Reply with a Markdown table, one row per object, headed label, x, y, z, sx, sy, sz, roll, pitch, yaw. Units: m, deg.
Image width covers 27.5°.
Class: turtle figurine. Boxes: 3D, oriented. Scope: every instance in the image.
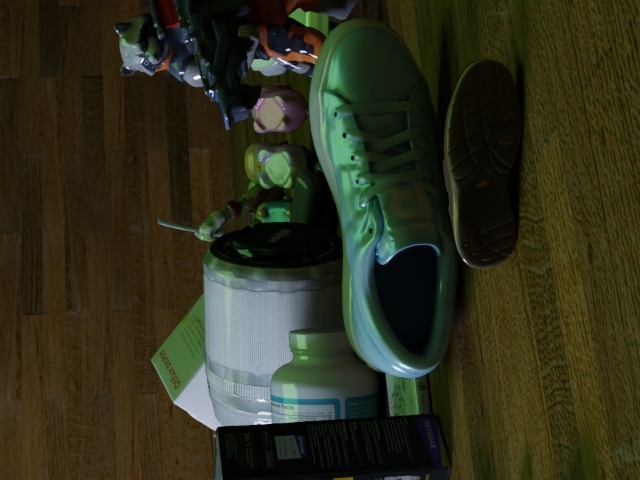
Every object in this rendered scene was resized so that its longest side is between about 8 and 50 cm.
| label | x | y | z | sx | sy | sz | roll | pitch | yaw |
| --- | --- | --- | --- | --- | --- | --- | --- | --- | --- |
| turtle figurine | -0.118 | 0.016 | 2.381 | 0.198 | 0.275 | 0.266 | 51 | -169 | -36 |

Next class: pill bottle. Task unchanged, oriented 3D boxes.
| label | x | y | z | sx | sy | sz | roll | pitch | yaw |
| --- | --- | --- | --- | --- | --- | --- | --- | --- | --- |
| pill bottle | 0.008 | 0.250 | 1.737 | 0.146 | 0.146 | 0.264 | -175 | 83 | -81 |

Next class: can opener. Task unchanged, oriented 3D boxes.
| label | x | y | z | sx | sy | sz | roll | pitch | yaw |
| --- | --- | --- | --- | --- | --- | --- | --- | --- | --- |
| can opener | 0.000 | 0.000 | 2.059 | 0.095 | 0.076 | 0.283 | 45 | 149 | 26 |

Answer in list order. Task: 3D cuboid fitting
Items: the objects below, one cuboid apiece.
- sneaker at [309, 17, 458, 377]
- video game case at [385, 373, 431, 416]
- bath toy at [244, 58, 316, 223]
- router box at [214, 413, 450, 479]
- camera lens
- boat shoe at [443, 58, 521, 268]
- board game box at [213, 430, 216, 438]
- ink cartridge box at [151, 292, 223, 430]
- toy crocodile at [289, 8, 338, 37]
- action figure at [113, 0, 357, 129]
| label | x | y | z | sx | sy | sz | roll | pitch | yaw |
| --- | --- | --- | --- | --- | --- | --- | --- | --- | --- |
| sneaker | 0.081 | -0.042 | 1.293 | 0.150 | 0.135 | 0.366 | -166 | 65 | -73 |
| video game case | 0.099 | 0.161 | 1.530 | 0.157 | 0.019 | 0.143 | 113 | 153 | -70 |
| bath toy | -0.063 | -0.204 | 2.206 | 0.151 | 0.129 | 0.348 | 9 | 108 | 36 |
| router box | 0.003 | 0.332 | 1.468 | 0.081 | 0.243 | 0.309 | -103 | 14 | -50 |
| camera lens | -0.059 | 0.123 | 1.899 | 0.219 | 0.219 | 0.274 | -119 | 27 | -71 |
| boat shoe | 0.131 | -0.067 | 1.108 | 0.060 | 0.064 | 0.178 | -121 | 27 | -69 |
| board game box | -0.121 | 0.251 | 2.463 | 0.144 | 0.142 | 0.275 | 56 | -157 | -56 |
| ink cartridge box | -0.127 | 0.178 | 2.116 | 0.232 | 0.168 | 0.171 | -51 | 28 | 5 |
| toy crocodile | -0.029 | -0.368 | 1.915 | 0.340 | 0.105 | 0.115 | -99 | 10 | -62 |
| action figure | -0.091 | -0.230 | 1.633 | 0.178 | 0.330 | 0.341 | 102 | 164 | -51 |
